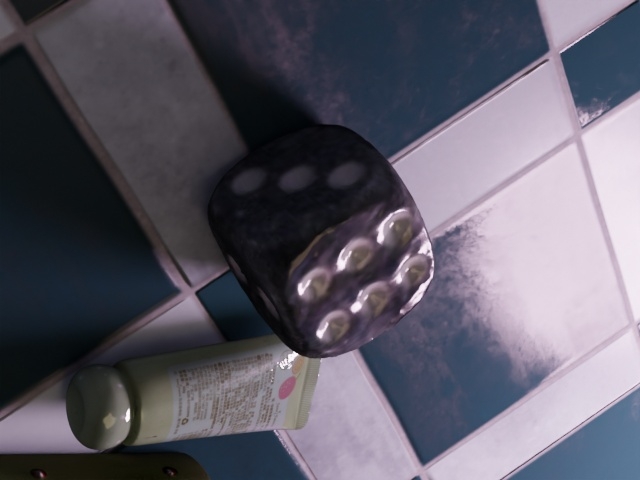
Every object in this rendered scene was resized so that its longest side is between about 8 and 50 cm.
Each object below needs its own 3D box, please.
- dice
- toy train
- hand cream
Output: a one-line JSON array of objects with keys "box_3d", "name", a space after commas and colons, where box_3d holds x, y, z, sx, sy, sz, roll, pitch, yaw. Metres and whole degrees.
[{"box_3d": [0.000, 0.000, 1.327, 0.182, 0.183, 0.181, -33, 130, -10], "name": "dice"}, {"box_3d": [-0.271, 0.345, 1.432, 0.300, 0.131, 0.202, 6, 115, -34], "name": "toy train"}, {"box_3d": [-0.132, 0.172, 1.425, 0.306, 0.093, 0.147, -3, 116, -31], "name": "hand cream"}]
